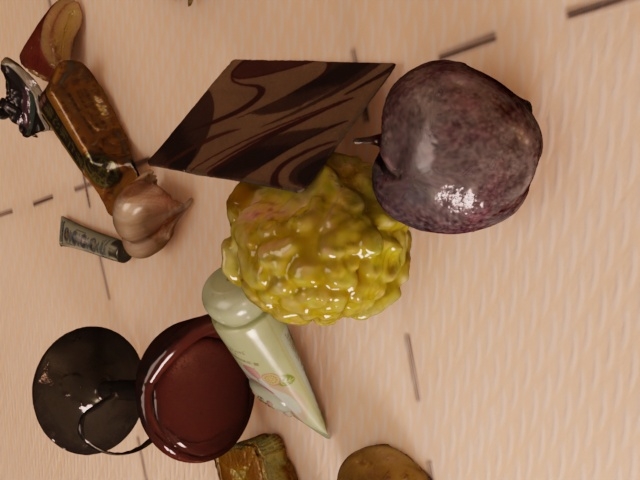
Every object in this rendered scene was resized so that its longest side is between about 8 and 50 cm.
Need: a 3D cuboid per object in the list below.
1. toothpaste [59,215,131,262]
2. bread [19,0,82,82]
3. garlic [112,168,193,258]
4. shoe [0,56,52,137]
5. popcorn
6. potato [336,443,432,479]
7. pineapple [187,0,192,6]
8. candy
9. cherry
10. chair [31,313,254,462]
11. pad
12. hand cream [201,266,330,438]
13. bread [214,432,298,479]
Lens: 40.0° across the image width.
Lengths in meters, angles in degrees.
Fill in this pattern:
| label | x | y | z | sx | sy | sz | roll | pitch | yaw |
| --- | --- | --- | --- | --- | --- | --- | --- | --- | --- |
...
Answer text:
| label | x | y | z | sx | sy | sz | roll | pitch | yaw |
| --- | --- | --- | --- | --- | --- | --- | --- | --- | --- |
| toothpaste | -0.430 | 0.001 | 1.643 | 0.239 | 0.039 | 0.062 | 14 | 104 | 44 |
| bread | -0.494 | -0.349 | 1.595 | 0.192 | 0.067 | 0.119 | -39 | 48 | 40 |
| garlic | -0.283 | -0.036 | 1.443 | 0.099 | 0.124 | 0.174 | 32 | 148 | 18 |
| shoe | -0.566 | -0.254 | 1.636 | 0.071 | 0.099 | 0.169 | 40 | 158 | 44 |
| popcorn | 0.000 | 0.000 | 1.103 | 0.259 | 0.259 | 0.212 | -2 | 133 | 45 |
| potato | 0.087 | 0.380 | 1.194 | 0.164 | 0.081 | 0.200 | -46 | 64 | 41 |
| pineapple | -0.223 | -0.454 | 1.292 | 0.236 | 0.114 | 0.186 | -26 | 81 | 47 |
| candy | -0.399 | -0.182 | 1.534 | 0.143 | 0.101 | 0.271 | -38 | 78 | 50 |
| cherry | 0.147 | -0.095 | 0.964 | 0.195 | 0.195 | 0.195 | 12 | 107 | 42 |
| chair | -0.267 | 0.236 | 1.406 | 0.401 | 0.226 | 0.227 | -12 | 91 | 45 |
| pad | -0.076 | -0.163 | 1.162 | 0.330 | 0.220 | 0.004 | 12 | 149 | 44 |
| hand cream | -0.076 | 0.159 | 1.245 | 0.147 | 0.093 | 0.306 | 22 | 146 | 41 |
| bread | -0.098 | 0.375 | 1.379 | 0.128 | 0.069 | 0.140 | -24 | 79 | 44 |
